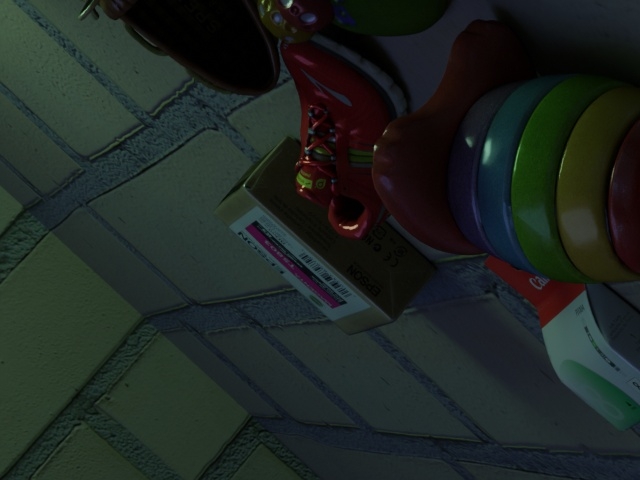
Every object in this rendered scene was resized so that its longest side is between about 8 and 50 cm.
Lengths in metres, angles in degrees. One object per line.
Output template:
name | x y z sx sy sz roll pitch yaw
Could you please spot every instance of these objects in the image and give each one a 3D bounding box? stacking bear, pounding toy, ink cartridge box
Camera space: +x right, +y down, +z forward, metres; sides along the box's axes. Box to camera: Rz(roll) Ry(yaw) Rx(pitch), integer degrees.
stacking bear | 0.210 -0.043 1.105 0.289 0.175 0.164 13 147 45
pounding toy | -0.021 -0.219 1.239 0.237 0.110 0.183 34 163 23
ink cartridge box | 0.000 0.000 1.834 0.235 0.088 0.193 42 164 -5
ink cartridge box | 0.252 0.089 1.546 0.225 0.056 0.181 38 164 5

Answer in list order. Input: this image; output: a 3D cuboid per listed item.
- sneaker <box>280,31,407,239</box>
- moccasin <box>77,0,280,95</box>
sneaker | 0.019 -0.091 1.475 0.107 0.118 0.279 29 161 34
moccasin | -0.163 -0.249 1.344 0.380 0.139 0.147 50 -178 -44
